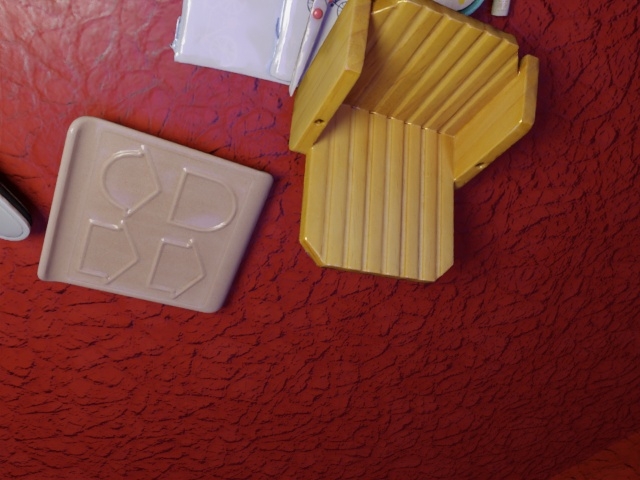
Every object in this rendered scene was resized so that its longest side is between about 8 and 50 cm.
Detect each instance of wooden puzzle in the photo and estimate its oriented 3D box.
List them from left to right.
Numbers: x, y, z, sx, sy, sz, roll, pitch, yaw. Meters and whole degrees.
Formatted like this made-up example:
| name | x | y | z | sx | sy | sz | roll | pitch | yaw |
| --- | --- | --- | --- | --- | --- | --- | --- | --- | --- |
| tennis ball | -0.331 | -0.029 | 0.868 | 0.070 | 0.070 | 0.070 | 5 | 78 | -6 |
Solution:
| name | x | y | z | sx | sy | sz | roll | pitch | yaw |
| --- | --- | --- | --- | --- | --- | --- | --- | --- | --- |
| wooden puzzle | -0.298 | -0.035 | 0.913 | 0.347 | 0.080 | 0.322 | 14 | 115 | -25 |

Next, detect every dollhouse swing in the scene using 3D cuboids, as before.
| name | x | y | z | sx | sy | sz | roll | pitch | yaw |
| --- | --- | --- | --- | --- | --- | --- | --- | --- | --- |
| dollhouse swing | 0.153 | -0.136 | 0.790 | 0.346 | 0.305 | 0.315 | 11 | 150 | -23 |

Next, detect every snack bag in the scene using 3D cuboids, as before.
| name | x | y | z | sx | sy | sz | roll | pitch | yaw |
| --- | --- | --- | --- | --- | --- | --- | --- | --- | --- |
| snack bag | -0.045 | -0.409 | 0.779 | 0.342 | 0.037 | 0.323 | 8 | 117 | -17 |

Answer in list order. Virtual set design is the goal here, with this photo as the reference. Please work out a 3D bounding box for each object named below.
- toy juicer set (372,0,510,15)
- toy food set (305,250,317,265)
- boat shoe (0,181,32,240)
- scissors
| name | x | y | z | sx | sy | sz | roll | pitch | yaw |
| --- | --- | --- | --- | --- | --- | --- | --- | --- | --- |
| toy juicer set | 0.227 | -0.394 | 0.801 | 0.328 | 0.089 | 0.209 | -28 | 126 | -6 |
| toy food set | 0.000 | 0.000 | 1.031 | 0.077 | 0.019 | 0.122 | -22 | 122 | 0 |
| boat shoe | -0.583 | -0.121 | 0.782 | 0.114 | 0.091 | 0.302 | -24 | 126 | 24 |
| scissors | 0.010 | -0.374 | 0.778 | 0.108 | 0.021 | 0.297 | -2 | 119 | -15 |
